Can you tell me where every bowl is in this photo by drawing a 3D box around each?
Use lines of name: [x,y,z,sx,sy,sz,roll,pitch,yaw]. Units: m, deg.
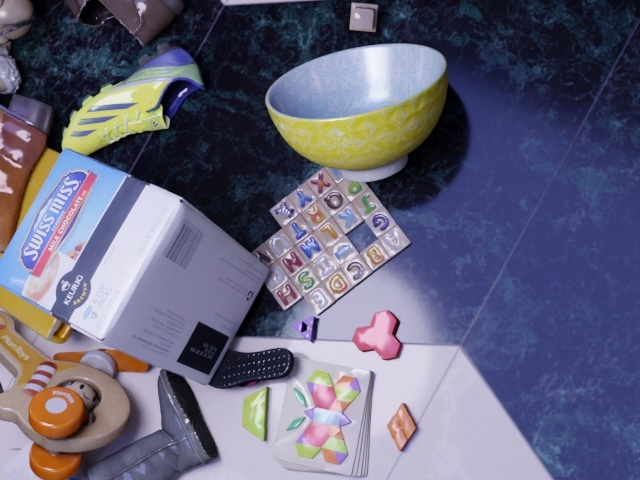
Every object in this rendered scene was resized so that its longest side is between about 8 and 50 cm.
bowl: [0.071,-0.187,1.562,0.290,0.289,0.156,-6,120,14]

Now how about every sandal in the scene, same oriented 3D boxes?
sandal: [-0.117,0.211,1.608,0.179,0.040,0.067,-7,65,27]

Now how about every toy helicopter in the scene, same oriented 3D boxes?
toy helicopter: [-0.453,0.215,1.640,0.355,0.235,0.140,34,133,26]

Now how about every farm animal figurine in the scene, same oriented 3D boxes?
farm animal figurine: [-0.618,-0.474,1.776,0.172,0.330,0.326,-27,68,-30]

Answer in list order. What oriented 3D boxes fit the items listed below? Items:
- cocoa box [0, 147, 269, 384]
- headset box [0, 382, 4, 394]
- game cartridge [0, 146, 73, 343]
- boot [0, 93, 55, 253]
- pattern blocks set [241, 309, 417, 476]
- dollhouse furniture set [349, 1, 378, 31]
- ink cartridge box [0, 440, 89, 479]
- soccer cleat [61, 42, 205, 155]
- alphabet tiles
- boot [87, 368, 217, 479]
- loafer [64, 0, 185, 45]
cocoa box: [-0.278,0.050,1.514,0.228,0.347,0.231,25,82,25]
headset box: [-0.600,0.288,1.738,0.083,0.032,0.062,-31,72,9]
game cartridge: [-0.485,-0.010,1.713,0.324,0.053,0.285,26,87,38]
boot: [-0.625,-0.135,1.726,0.264,0.096,0.280,18,83,-1]
pattern blocks set: [0.010,0.281,1.572,0.286,0.026,0.324,-7,78,14]
dollhouse furniture set: [0.222,-0.526,1.665,0.304,0.174,0.355,8,111,5]
ink cartridge box: [-0.453,0.391,1.645,0.090,0.092,0.143,-43,72,4]
soccer cleat: [-0.332,-0.226,1.733,0.289,0.093,0.121,-37,79,7]
alphabet tiles: [0.000,0.000,1.639,0.237,0.009,0.198,-38,72,5]
boot: [-0.293,0.335,1.631,0.209,0.076,0.189,-30,71,15]
loafer: [-0.426,-0.463,1.782,0.366,0.134,0.130,28,88,19]
